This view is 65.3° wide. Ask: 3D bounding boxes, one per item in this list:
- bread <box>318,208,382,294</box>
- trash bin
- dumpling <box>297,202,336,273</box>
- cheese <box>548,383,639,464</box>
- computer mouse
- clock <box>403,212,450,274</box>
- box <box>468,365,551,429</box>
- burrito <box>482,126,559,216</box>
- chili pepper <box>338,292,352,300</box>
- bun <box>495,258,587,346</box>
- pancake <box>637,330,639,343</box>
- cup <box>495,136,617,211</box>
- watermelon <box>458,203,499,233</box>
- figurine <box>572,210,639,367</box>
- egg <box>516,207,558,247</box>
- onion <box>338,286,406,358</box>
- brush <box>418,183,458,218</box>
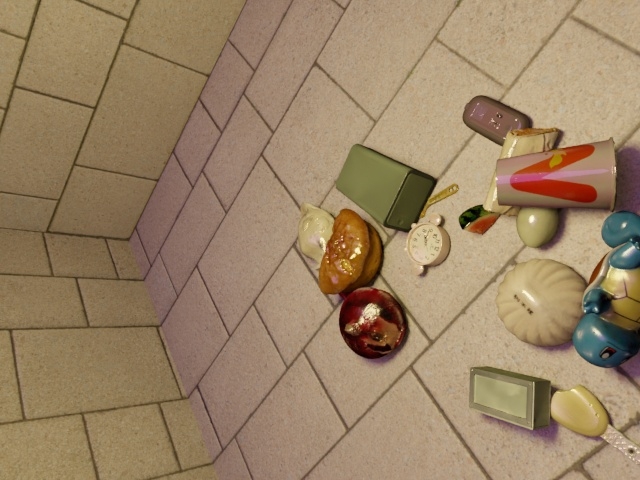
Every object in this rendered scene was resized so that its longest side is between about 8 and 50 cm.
[{"bbox_3d":[0.131,0.064,1.906,0.178,0.194,0.340,15,86,39],"label":"bread"},{"bbox_3d":[0.230,-0.207,1.879,0.343,0.158,0.223,41,113,48],"label":"trash bin"},{"bbox_3d":[0.000,0.000,2.109,0.243,0.187,0.318,90,166,-55],"label":"dumpling"},{"bbox_3d":[0.742,0.491,1.337,0.255,0.050,0.127,36,110,41],"label":"cheese"},{"bbox_3d":[0.570,-0.388,1.628,0.232,0.057,0.120,42,112,36],"label":"computer mouse"},{"bbox_3d":[0.378,0.014,1.765,0.155,0.063,0.230,25,99,47],"label":"clock"},{"bbox_3d":[0.552,0.457,1.473,0.225,0.086,0.130,-4,82,58],"label":"box"},{"bbox_3d":[0.602,-0.221,1.526,0.105,0.143,0.300,-107,36,-74],"label":"burrito"},{"bbox_3d":[0.116,0.246,2.003,0.059,0.050,0.268,-46,57,26],"label":"chili pepper"},{"bbox_3d":[0.611,0.170,1.411,0.263,0.175,0.264,-11,72,38],"label":"bun"},{"bbox_3d":[0.894,0.240,1.239,0.199,0.021,0.200,-8,79,44],"label":"pancake"},{"bbox_3d":[0.637,-0.169,1.367,0.288,0.203,0.203,-2,83,25],"label":"cup"},{"bbox_3d":[0.525,-0.063,1.629,0.135,0.125,0.094,-14,104,25],"label":"watermelon"},{"bbox_3d":[0.762,0.114,1.236,0.243,0.297,0.417,174,113,-70],"label":"figurine"},{"bbox_3d":[0.638,-0.053,1.472,0.114,0.114,0.152,10,95,45],"label":"egg"},{"bbox_3d":[0.172,0.310,1.823,0.271,0.195,0.272,9,106,33],"label":"onion"},{"bbox_3d":[0.402,-0.144,1.796,0.218,0.010,0.083,-29,64,39],"label":"brush"}]
